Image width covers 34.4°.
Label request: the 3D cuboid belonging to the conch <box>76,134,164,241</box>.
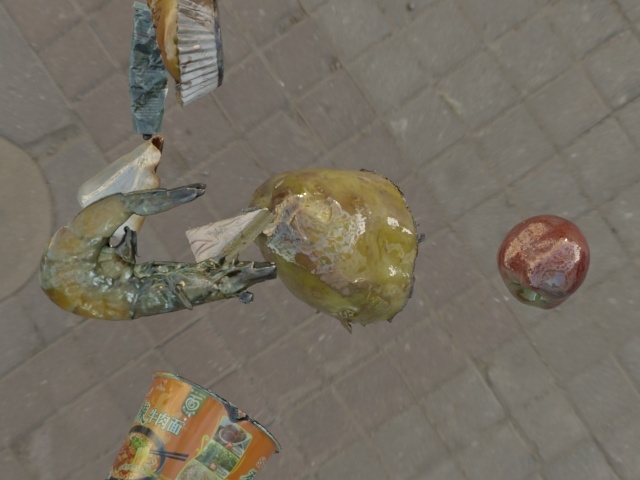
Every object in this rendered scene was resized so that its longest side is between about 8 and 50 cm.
[{"bbox_3d":[-0.260,-0.061,1.396,0.176,0.104,0.094,-33,111,11],"label":"conch"}]

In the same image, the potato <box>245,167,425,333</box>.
[{"bbox_3d":[0.000,0.000,1.847,0.288,0.237,0.301,20,96,41],"label":"potato"}]

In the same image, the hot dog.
[{"bbox_3d":[-0.134,-0.236,0.999,0.069,0.131,0.253,-7,50,-6],"label":"hot dog"}]

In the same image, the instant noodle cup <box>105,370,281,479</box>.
[{"bbox_3d":[-0.201,0.327,1.532,0.230,0.230,0.182,32,69,3],"label":"instant noodle cup"}]

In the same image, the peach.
[{"bbox_3d":[0.365,0.031,1.638,0.152,0.152,0.152,0,91,4],"label":"peach"}]

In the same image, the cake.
[{"bbox_3d":[-0.110,-0.004,1.350,0.121,0.052,0.065,-20,70,22],"label":"cake"}]

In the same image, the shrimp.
[{"bbox_3d":[-0.135,0.012,0.908,0.217,0.051,0.150,-4,132,-22],"label":"shrimp"}]

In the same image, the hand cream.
[{"bbox_3d":[-0.300,-0.290,1.820,0.075,0.052,0.248,5,122,-7],"label":"hand cream"}]
